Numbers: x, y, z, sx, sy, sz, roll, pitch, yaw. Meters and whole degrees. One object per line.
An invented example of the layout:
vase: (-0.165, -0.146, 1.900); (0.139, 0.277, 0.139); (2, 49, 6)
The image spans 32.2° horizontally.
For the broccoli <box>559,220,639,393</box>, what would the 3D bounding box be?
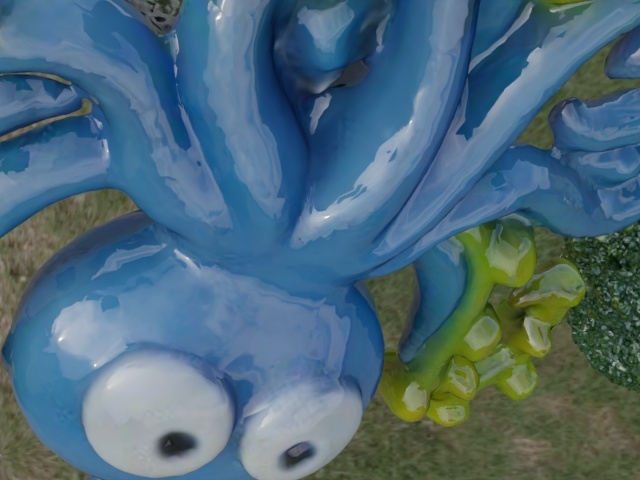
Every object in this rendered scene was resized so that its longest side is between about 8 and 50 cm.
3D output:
broccoli: (0.267, 0.005, 0.668); (0.269, 0.261, 0.241); (30, 68, -35)

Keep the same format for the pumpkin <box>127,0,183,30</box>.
pumpkin: (-0.092, -0.183, 0.765); (0.146, 0.190, 0.190); (30, 70, 26)

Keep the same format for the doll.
doll: (0.000, 0.000, 0.400); (0.346, 0.341, 0.099); (7, 42, -33)
